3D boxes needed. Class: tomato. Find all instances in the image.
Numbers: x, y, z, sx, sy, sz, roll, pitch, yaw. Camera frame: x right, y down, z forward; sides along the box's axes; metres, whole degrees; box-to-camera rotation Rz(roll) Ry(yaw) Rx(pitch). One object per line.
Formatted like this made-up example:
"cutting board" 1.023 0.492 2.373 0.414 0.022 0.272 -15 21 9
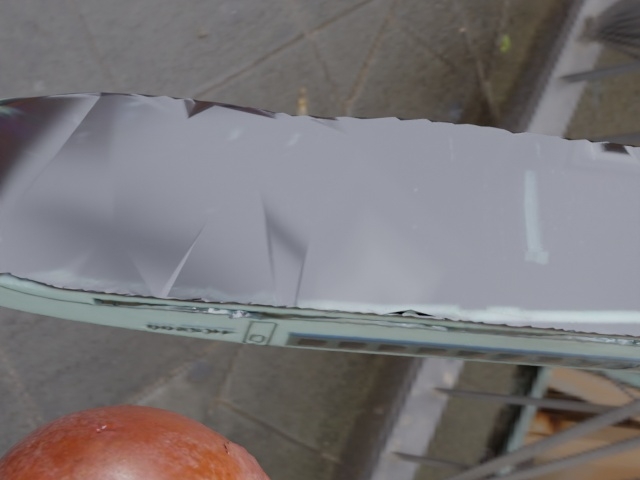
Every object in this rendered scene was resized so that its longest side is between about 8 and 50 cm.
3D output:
"tomato" -0.122 0.196 0.817 0.185 0.208 0.208 4 85 13

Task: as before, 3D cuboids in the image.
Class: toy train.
"toy train" 0.000 0.000 0.357 0.252 0.048 0.055 6 71 -8
